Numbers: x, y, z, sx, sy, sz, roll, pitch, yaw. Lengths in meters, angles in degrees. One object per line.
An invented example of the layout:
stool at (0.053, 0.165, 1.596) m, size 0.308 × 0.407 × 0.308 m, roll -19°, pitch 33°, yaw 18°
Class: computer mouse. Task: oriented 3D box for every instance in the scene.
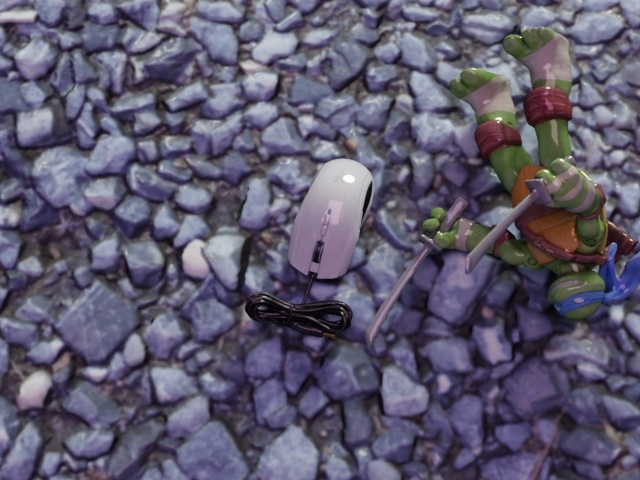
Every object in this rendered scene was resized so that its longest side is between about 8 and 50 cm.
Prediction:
computer mouse at (0.000, 0.000, 1.175) m, size 0.106 × 0.042 × 0.193 m, roll 14°, pitch 75°, yaw 9°

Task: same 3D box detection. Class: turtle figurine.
turtle figurine at (0.168, -0.058, 1.102) m, size 0.275 × 0.198 × 0.266 m, roll -6°, pitch 69°, yaw -1°
